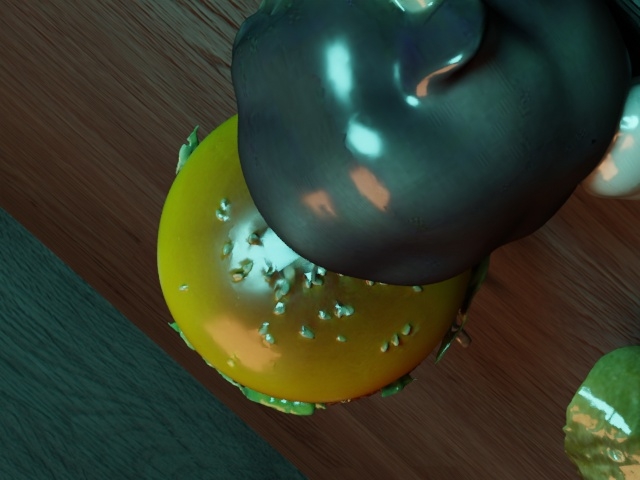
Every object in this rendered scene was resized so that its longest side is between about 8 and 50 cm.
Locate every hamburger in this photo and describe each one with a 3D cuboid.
[{"bbox_3d":[-0.002,0.000,0.973,0.246,0.246,0.170,40,177,4],"label":"hamburger"}]

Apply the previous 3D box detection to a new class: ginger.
[{"bbox_3d":[0.300,0.193,0.987,0.270,0.123,0.218,37,162,29],"label":"ginger"}]

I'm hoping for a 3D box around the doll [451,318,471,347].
[{"bbox_3d":[0.048,0.007,1.171,0.227,0.075,0.102,46,-179,17],"label":"doll"}]

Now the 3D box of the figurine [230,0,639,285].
[{"bbox_3d":[0.017,-0.151,0.734,0.218,0.206,0.364,-25,89,49],"label":"figurine"}]
